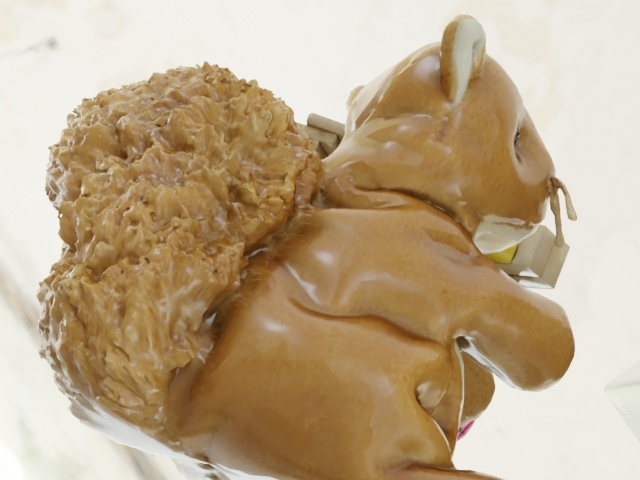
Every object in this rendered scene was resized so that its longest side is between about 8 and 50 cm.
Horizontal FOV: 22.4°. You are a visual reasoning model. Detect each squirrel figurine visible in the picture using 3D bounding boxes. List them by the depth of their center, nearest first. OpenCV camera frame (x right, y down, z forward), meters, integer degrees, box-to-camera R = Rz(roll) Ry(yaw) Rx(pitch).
[{"bbox_3d":[0.000,0.000,1.149,0.397,0.370,0.281,25,-19,-13],"label":"squirrel figurine"}]

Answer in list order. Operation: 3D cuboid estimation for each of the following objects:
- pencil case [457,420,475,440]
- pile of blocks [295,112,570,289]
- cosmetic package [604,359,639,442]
[{"bbox_3d":[0.092,0.152,1.819,0.209,0.095,0.098,31,-33,58],"label":"pencil case"},{"bbox_3d":[0.022,-0.015,1.368,0.362,0.113,0.149,19,-19,12],"label":"pile of blocks"},{"bbox_3d":[0.386,0.153,1.251,0.230,0.161,0.453,55,-5,5],"label":"cosmetic package"}]
